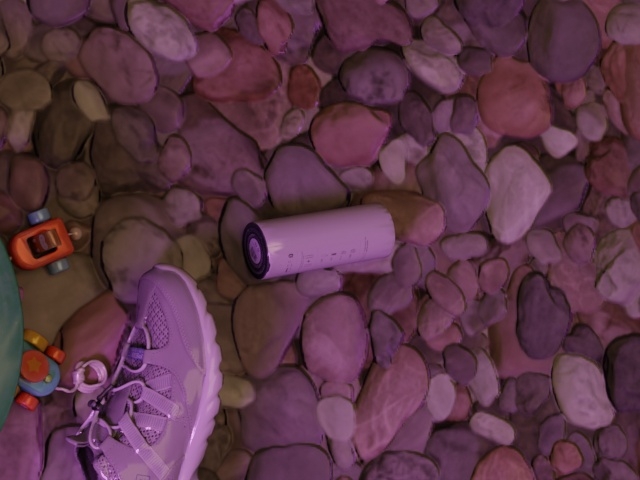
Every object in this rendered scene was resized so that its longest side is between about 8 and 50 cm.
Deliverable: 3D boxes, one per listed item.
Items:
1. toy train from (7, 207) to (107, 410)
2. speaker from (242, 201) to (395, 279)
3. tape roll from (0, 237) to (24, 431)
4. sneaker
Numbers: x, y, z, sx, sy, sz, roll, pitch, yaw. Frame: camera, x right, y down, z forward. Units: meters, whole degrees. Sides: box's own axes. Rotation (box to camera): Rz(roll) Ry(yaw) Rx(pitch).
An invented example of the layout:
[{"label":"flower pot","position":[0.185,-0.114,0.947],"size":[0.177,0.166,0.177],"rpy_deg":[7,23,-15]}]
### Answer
[{"label":"toy train","position":[-0.240,0.060,1.362],"size":[0.125,0.046,0.166],"rpy_deg":[-18,92,-26]},{"label":"speaker","position":[0.000,0.000,1.483],"size":[0.136,0.055,0.055],"rpy_deg":[-10,89,-27]},{"label":"tape roll","position":[-0.380,0.071,1.154],"size":[0.321,0.077,0.321],"rpy_deg":[4,78,-20]},{"label":"sneaker","position":[-0.156,0.156,1.359],"size":[0.115,0.105,0.281],"rpy_deg":[8,81,-26]}]
